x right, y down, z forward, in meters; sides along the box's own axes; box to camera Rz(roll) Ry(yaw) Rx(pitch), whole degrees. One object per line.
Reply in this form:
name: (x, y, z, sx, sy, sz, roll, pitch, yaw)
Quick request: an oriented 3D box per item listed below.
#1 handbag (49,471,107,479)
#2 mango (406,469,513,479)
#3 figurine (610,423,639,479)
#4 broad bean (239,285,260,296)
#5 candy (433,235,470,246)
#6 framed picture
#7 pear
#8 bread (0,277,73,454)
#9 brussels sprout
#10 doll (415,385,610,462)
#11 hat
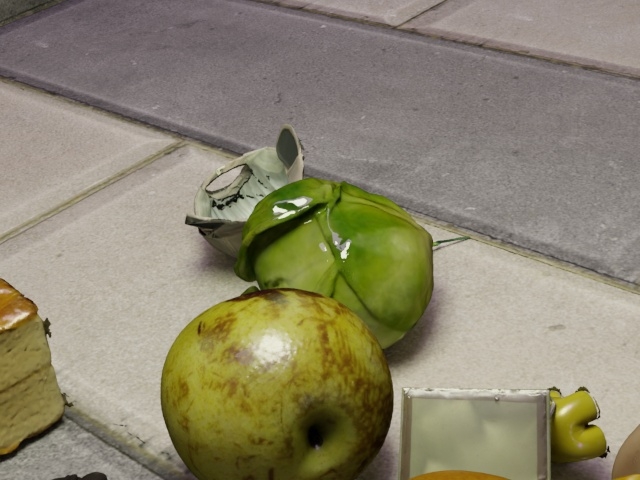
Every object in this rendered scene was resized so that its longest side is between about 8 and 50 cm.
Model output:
handbag: (-0.392, 0.356, 1.282, 0.285, 0.113, 0.257, -8, 24, 14)
mango: (0.147, 0.382, 1.024, 0.264, 0.221, 0.378, -2, 41, -2)
figurine: (0.446, 0.275, 1.059, 0.401, 0.268, 0.387, 21, 32, 33)
broad bean: (-0.091, 0.135, 1.642, 0.053, 0.052, 0.256, 28, 19, -22)
candy: (0.187, 0.004, 1.816, 0.123, 0.035, 0.035, -13, 13, -23)
framed picture: (0.169, 0.275, 1.246, 0.173, 0.010, 0.231, 1, 71, 13)
pear: (-0.055, 0.181, 1.353, 0.284, 0.283, 0.283, -6, 31, 3)
bread: (-0.531, 0.175, 1.520, 0.279, 0.207, 0.279, 23, 44, 40)
brussels sprout: (0.023, 0.040, 1.588, 0.294, 0.227, 0.259, 2, 46, -41)
doll: (0.213, 0.246, 1.322, 0.221, 0.143, 0.135, -14, 0, -20)
hat: (-0.094, -0.061, 1.810, 0.232, 0.161, 0.275, -48, 13, -15)
